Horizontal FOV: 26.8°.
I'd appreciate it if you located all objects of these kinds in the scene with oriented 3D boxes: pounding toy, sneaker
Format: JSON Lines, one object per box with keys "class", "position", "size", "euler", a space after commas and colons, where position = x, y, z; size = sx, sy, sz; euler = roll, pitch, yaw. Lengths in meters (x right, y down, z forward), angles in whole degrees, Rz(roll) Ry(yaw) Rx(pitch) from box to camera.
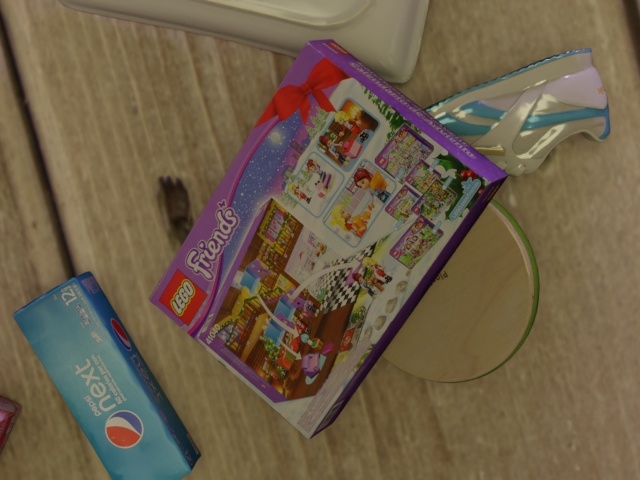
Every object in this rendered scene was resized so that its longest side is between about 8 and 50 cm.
{"class": "pounding toy", "position": [0.102, 0.027, 1.232], "size": [0.237, 0.110, 0.182], "euler": [2, 102, 29]}
{"class": "sneaker", "position": [0.151, -0.096, 1.217], "size": [0.229, 0.087, 0.092], "euler": [-21, 95, 5]}

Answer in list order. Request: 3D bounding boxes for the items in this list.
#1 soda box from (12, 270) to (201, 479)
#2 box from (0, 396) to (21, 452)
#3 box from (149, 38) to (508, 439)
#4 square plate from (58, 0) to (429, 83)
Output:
{"class": "soda box", "position": [-0.197, 0.137, 1.253], "size": [0.071, 0.067, 0.210], "euler": [-31, 92, 4]}
{"class": "box", "position": [-0.414, 0.267, 1.227], "size": [0.142, 0.154, 0.300], "euler": [25, 95, 0]}
{"class": "box", "position": [0.000, 0.000, 1.176], "size": [0.201, 0.057, 0.293], "euler": [40, 113, 14]}
{"class": "square plate", "position": [-0.052, -0.336, 1.182], "size": [0.347, 0.049, 0.344], "euler": [14, 108, 4]}
